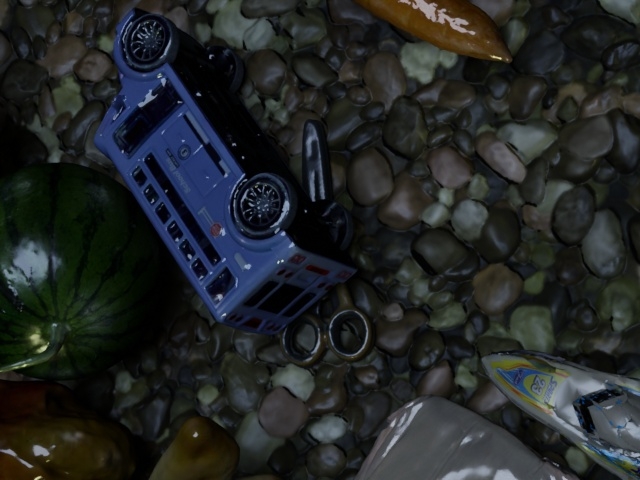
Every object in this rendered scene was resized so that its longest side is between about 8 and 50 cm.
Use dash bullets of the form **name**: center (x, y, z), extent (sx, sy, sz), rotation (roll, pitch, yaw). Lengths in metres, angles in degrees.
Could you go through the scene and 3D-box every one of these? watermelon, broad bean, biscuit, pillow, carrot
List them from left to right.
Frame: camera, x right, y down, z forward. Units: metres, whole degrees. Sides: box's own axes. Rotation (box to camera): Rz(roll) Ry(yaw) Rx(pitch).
- **broad bean**: center (-0.272, 0.181, 1.475), extent (0.228, 0.156, 0.122), rotation (-5, 66, 21)
- **watermelon**: center (-0.227, 0.032, 1.453), extent (0.188, 0.188, 0.215), rotation (-42, 28, 13)
- **biscuit**: center (-0.132, 0.237, 1.415), extent (0.208, 0.164, 0.047), rotation (-31, 38, 17)
- **pillow**: center (0.077, 0.260, 1.358), extent (0.173, 0.067, 0.270), rotation (34, 97, 27)
- **carrot**: center (0.085, -0.208, 1.427), extent (0.205, 0.072, 0.072), rotation (35, 97, 22)

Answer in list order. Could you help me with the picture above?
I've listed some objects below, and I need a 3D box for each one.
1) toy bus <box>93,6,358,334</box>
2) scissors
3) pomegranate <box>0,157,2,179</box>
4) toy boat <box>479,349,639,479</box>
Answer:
- **toy bus**: center (-0.098, -0.063, 1.445), extent (0.133, 0.125, 0.292), rotation (-42, 63, 15)
- **scissors**: center (0.000, 0.000, 1.460), extent (0.088, 0.017, 0.220), rotation (-9, 78, 25)
- **pomegranate**: center (-0.439, -0.039, 1.563), extent (0.309, 0.216, 0.359), rotation (16, 106, 26)
- **toy boat**: center (0.217, 0.136, 1.315), extent (0.210, 0.066, 0.084), rotation (23, 90, 26)
